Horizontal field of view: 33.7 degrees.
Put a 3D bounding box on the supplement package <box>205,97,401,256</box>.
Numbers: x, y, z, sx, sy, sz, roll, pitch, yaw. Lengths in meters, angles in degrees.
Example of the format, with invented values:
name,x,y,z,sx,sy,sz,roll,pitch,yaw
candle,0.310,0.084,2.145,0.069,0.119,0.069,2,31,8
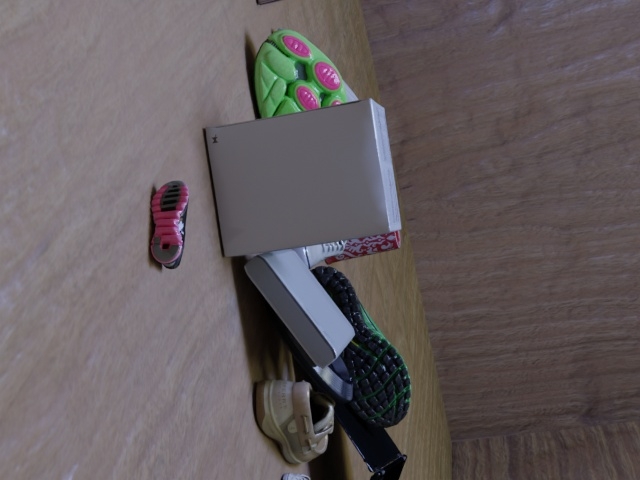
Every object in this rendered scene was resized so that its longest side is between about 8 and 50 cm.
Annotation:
name,x,y,z,sx,sy,sz,roll,pitch,yaw
supplement package,-0.023,-0.093,1.641,0.145,0.261,0.204,-7,88,-79

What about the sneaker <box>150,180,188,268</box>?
name,x,y,z,sx,sy,sz,roll,pitch,yaw
sneaker,-0.188,-0.018,1.337,0.057,0.047,0.119,74,19,-63

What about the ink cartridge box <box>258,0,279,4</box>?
name,x,y,z,sx,sy,sz,roll,pitch,yaw
ink cartridge box,-0.086,-0.595,2.166,0.235,0.088,0.193,-65,144,-71

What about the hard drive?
name,x,y,z,sx,sy,sz,roll,pitch,yaw
hard drive,-0.027,0.105,1.780,0.203,0.040,0.307,52,6,3

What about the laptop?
name,x,y,z,sx,sy,sz,roll,pitch,yaw
laptop,0.023,0.451,2.088,0.382,0.236,0.408,28,83,-76

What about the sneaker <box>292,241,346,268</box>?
name,x,y,z,sx,sy,sz,roll,pitch,yaw
sneaker,0.000,0.000,2.123,0.258,0.091,0.094,-50,130,-75

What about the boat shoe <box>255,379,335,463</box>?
name,x,y,z,sx,sy,sz,roll,pitch,yaw
boat shoe,-0.022,0.301,1.762,0.302,0.098,0.109,60,24,-61

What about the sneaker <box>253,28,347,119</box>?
name,x,y,z,sx,sy,sz,roll,pitch,yaw
sneaker,-0.021,-0.204,2.086,0.202,0.185,0.483,37,-20,49

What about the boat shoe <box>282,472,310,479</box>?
name,x,y,z,sx,sy,sz,roll,pitch,yaw
boat shoe,-0.038,0.406,1.766,0.100,0.035,0.035,43,40,-73

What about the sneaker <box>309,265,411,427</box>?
name,x,y,z,sx,sy,sz,roll,pitch,yaw
sneaker,0.077,0.207,2.088,0.344,0.134,0.146,64,2,7

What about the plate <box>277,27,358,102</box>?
name,x,y,z,sx,sy,sz,roll,pitch,yaw
plate,0.028,-0.308,2.258,0.278,0.045,0.277,52,-4,21

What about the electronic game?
name,x,y,z,sx,sy,sz,roll,pitch,yaw
electronic game,-0.019,0.183,1.806,0.229,0.048,0.229,51,6,-8

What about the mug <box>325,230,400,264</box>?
name,x,y,z,sx,sy,sz,roll,pitch,yaw
mug,0.090,-0.029,2.400,0.113,0.169,0.150,67,18,-48
